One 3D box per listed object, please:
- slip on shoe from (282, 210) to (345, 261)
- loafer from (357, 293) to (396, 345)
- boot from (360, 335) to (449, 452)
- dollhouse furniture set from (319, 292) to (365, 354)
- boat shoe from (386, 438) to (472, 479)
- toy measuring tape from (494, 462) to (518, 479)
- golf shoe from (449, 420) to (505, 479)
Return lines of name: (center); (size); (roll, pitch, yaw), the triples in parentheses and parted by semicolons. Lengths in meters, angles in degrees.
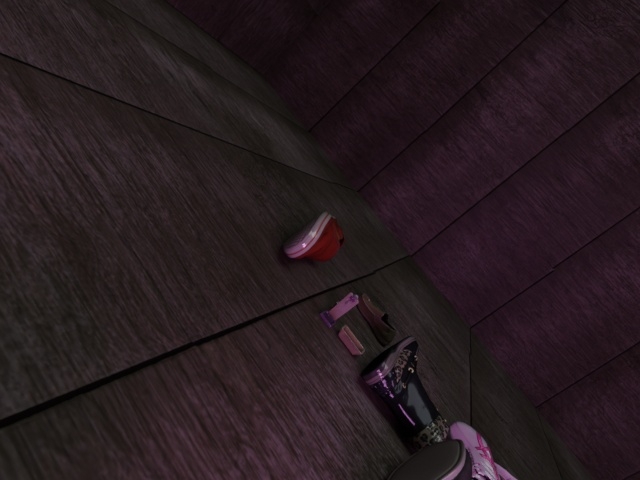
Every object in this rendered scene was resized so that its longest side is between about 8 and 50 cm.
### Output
slip on shoe: (0.000, 0.000, 0.990); (0.101, 0.123, 0.331); (53, 11, 2)
loafer: (0.142, 0.189, 1.035); (0.056, 0.050, 0.148); (24, 29, -56)
boot: (0.183, 0.298, 0.832); (0.179, 0.085, 0.236); (55, 23, 14)
dollhouse furniture set: (0.074, 0.164, 0.851); (0.114, 0.081, 0.091); (52, 16, 12)
boat shoe: (0.135, 0.365, 0.528); (0.335, 0.112, 0.096); (0, 68, -63)
toy measuring tape: (0.466, 0.586, 0.889); (0.330, 0.121, 0.121); (37, 18, -10)
golf shoe: (0.325, 0.462, 0.856); (0.086, 0.067, 0.186); (29, 26, -48)
